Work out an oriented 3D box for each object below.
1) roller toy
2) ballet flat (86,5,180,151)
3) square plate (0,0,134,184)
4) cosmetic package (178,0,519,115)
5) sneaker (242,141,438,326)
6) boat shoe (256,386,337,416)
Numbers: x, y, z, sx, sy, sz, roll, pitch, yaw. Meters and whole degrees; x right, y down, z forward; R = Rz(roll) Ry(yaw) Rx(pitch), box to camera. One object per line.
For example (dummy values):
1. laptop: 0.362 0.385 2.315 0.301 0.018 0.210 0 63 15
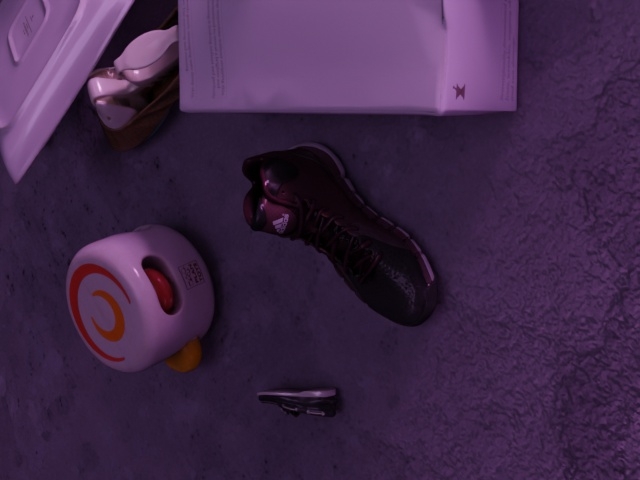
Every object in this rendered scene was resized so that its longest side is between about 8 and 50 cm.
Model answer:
1. roller toy: -0.250 0.080 1.262 0.209 0.146 0.191 30 124 28
2. ballet flat: -0.244 -0.227 1.229 0.342 0.124 0.116 -27 78 40
3. square plate: -0.417 -0.315 1.317 0.344 0.049 0.347 -51 46 22
4. cosmetic package: 0.019 -0.245 0.982 0.384 0.156 0.217 9 102 39
5. sneaker: 0.000 0.000 1.023 0.281 0.162 0.106 49 124 25
6. boat shoe: -0.031 0.213 1.160 0.125 0.046 0.038 -7 87 33
